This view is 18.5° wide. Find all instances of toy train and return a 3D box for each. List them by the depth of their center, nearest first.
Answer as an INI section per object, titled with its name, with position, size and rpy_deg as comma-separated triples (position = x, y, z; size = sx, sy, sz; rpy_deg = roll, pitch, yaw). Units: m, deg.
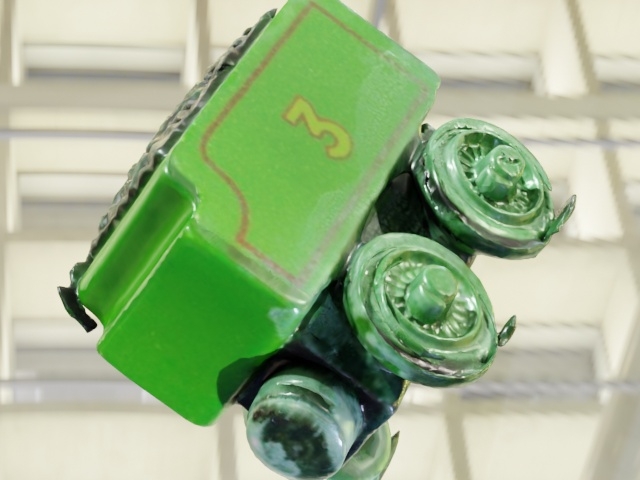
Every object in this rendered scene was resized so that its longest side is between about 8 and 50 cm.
[toy train]
position = 0.000, 0.000, 0.940
size = 0.188, 0.132, 0.243
rpy_deg = 35, -139, -4
